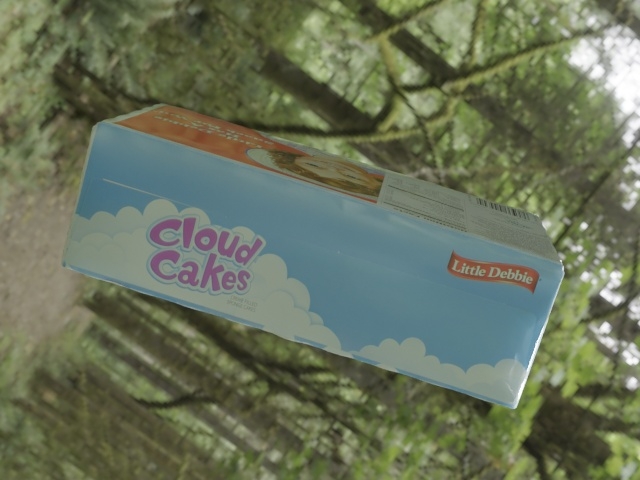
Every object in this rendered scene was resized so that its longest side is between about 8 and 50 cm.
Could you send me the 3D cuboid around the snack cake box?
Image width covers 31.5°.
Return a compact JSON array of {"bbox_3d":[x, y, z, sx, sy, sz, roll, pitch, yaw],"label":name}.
[{"bbox_3d":[0.000,0.000,0.677,0.152,0.264,0.089,-63,170,-76],"label":"snack cake box"}]
